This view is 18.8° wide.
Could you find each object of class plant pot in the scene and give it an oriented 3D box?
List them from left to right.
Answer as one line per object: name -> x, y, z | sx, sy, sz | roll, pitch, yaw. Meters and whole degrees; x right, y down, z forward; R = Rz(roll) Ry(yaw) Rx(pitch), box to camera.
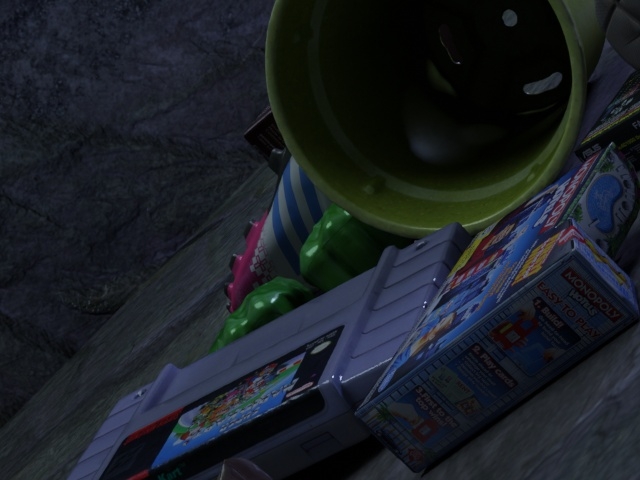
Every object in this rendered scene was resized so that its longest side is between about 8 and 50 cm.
plant pot -> 0.129, -0.167, 1.661 | 0.276, 0.276, 0.254 | -42, -3, 30

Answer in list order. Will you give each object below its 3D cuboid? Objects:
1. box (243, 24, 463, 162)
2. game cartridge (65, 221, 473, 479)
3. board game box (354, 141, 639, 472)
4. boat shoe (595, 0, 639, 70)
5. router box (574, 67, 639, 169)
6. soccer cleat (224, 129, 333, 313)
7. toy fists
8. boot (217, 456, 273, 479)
box -> 0.058, -0.151, 2.149 | 0.167, 0.168, 0.203 | -38, 11, 51
game cartridge -> -0.048, 0.121, 1.474 | 0.355, 0.068, 0.230 | -29, 11, 25
board game box -> 0.135, 0.033, 1.201 | 0.194, 0.060, 0.194 | -36, 13, 49
boat shoe -> 0.334, -0.235, 1.370 | 0.130, 0.132, 0.355 | -23, -13, -38
router box -> 0.245, -0.099, 1.366 | 0.092, 0.038, 0.122 | -50, 8, -30
soccer cleat -> 0.000, 0.000, 1.955 | 0.116, 0.143, 0.331 | -46, -18, -45
toy fists -> -0.001, 0.047, 1.745 | 0.279, 0.096, 0.142 | -46, -2, 13
boot -> -0.025, 0.180, 1.095 | 0.037, 0.114, 0.106 | -43, 8, 21
